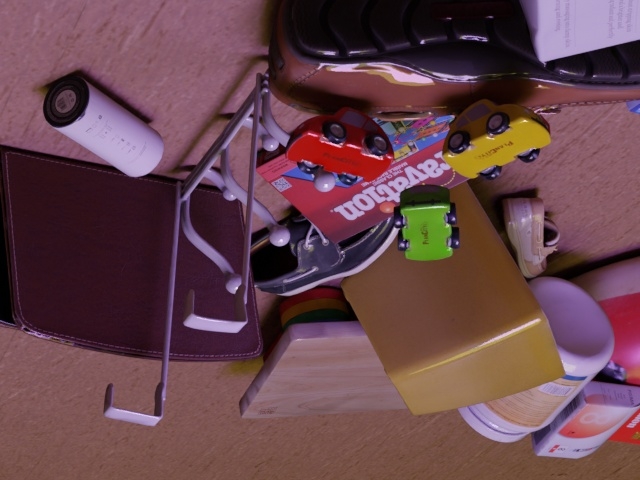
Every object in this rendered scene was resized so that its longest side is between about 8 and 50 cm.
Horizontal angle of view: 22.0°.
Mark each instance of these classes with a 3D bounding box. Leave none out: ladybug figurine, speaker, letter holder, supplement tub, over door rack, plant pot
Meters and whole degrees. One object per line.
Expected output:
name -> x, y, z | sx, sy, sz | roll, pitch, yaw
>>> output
ladybug figurine -> 0.444, 0.152, 2.264 | 0.449, 0.162, 0.305 | -23, 142, 19
speaker -> -0.210, -0.109, 1.610 | 0.055, 0.055, 0.136 | -22, 153, 20
letter holder -> -0.230, 0.052, 1.746 | 0.302, 0.214, 0.152 | 10, 147, -38
supplement tub -> 0.270, 0.156, 2.121 | 0.144, 0.144, 0.200 | 4, 141, -29
over door rack -> -0.088, 0.012, 1.607 | 0.108, 0.324, 0.239 | 25, 143, -13
plant pot -> 0.145, 0.084, 1.931 | 0.187, 0.212, 0.212 | -28, 153, 2

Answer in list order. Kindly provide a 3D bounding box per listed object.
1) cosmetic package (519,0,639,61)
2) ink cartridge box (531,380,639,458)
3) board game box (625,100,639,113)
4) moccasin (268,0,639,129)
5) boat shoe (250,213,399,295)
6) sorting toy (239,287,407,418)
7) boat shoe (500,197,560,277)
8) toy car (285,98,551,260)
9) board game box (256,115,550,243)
cosmetic package -> 0.344, -0.299, 1.349 | 0.385, 0.156, 0.217 | -14, 155, 1
ink cartridge box -> 0.394, 0.248, 2.212 | 0.179, 0.045, 0.145 | 11, 141, -19
board game box -> 0.528, -0.208, 1.710 | 0.318, 0.066, 0.318 | 9, 147, -38
moccasin -> 0.140, -0.163, 1.553 | 0.380, 0.139, 0.147 | -6, 155, -10
boat shoe -> 0.000, 0.000, 1.891 | 0.233, 0.084, 0.079 | -28, 148, 35
sorting toy -> 0.041, 0.141, 2.190 | 0.257, 0.089, 0.255 | -1, 152, -20
boat shoe -> 0.264, -0.003, 2.020 | 0.059, 0.063, 0.170 | -11, 154, 13
toy car -> 0.094, -0.059, 1.554 | 0.239, 0.053, 0.225 | -3, 147, 5
board game box -> 0.084, -0.098, 1.735 | 0.281, 0.027, 0.145 | -27, 130, 28
